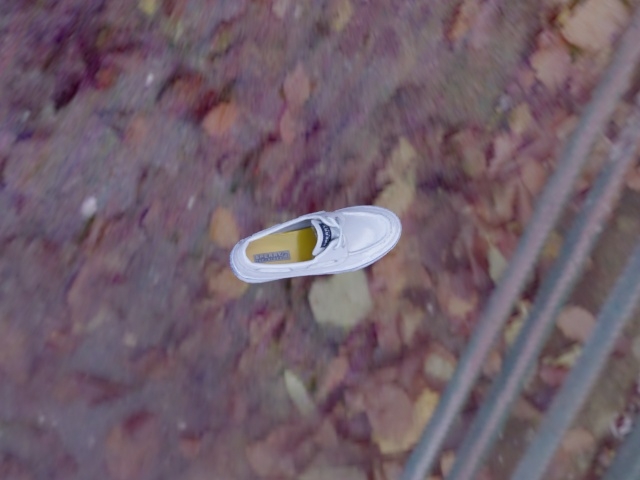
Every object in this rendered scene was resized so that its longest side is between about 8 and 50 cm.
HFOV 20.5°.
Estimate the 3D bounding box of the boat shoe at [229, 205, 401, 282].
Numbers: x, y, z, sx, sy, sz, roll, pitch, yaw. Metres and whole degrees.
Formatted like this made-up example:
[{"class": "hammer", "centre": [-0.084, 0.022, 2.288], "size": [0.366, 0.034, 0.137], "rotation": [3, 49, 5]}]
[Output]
[{"class": "boat shoe", "centre": [0.000, 0.000, 0.977], "size": [0.100, 0.035, 0.035], "rotation": [-10, 80, -15]}]
